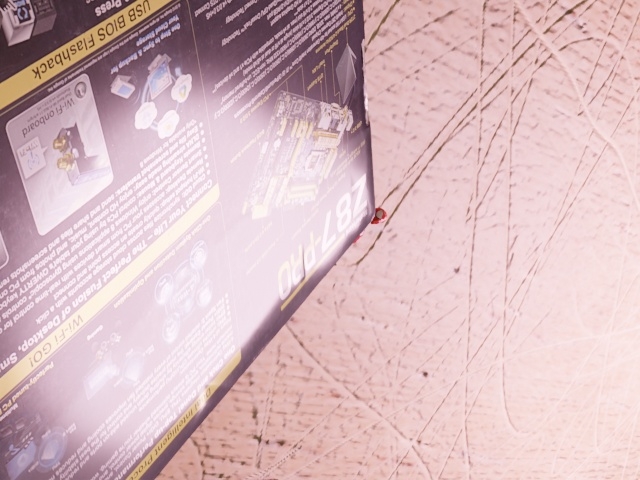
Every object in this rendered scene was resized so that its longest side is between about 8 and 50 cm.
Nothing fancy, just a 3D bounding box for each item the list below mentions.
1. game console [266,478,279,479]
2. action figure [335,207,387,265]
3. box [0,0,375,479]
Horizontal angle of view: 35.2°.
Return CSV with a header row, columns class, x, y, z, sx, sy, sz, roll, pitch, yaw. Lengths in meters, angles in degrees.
class,x,y,z,sx,sy,sz,roll,pitch,yaw
game console,-0.175,0.288,0.708,0.361,0.044,0.213,1,113,-42
action figure,0.000,0.000,0.695,0.115,0.030,0.038,-25,125,-31
box,-0.106,-0.044,0.423,0.395,0.097,0.318,-49,141,-43
